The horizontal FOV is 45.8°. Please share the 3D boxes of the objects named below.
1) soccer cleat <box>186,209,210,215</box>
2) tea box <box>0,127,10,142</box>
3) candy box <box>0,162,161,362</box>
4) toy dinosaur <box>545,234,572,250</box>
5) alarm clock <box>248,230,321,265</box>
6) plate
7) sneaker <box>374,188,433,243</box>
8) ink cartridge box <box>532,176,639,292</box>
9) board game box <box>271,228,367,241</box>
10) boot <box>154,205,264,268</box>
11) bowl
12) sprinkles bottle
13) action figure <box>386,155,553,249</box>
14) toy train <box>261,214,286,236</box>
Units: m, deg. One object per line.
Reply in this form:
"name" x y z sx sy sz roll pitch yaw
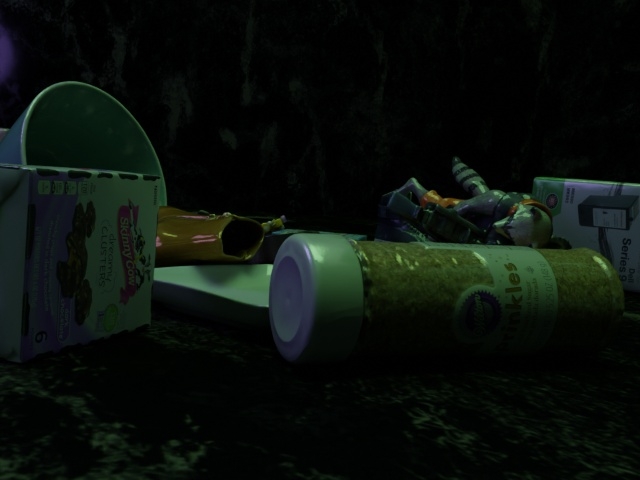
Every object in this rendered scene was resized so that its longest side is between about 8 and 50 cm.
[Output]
"soccer cleat" -0.341 -0.003 1.472 0.289 0.094 0.121 -1 -24 -14
"tea box" -0.659 -0.105 1.433 0.328 0.220 0.323 5 4 9
"candy box" -0.237 0.013 0.721 0.070 0.165 0.196 6 5 20
"toy dinosaur" 0.374 0.022 1.471 0.313 0.121 0.160 12 -5 33
"alarm clock" -0.078 0.025 1.298 0.192 0.064 0.129 -7 -6 21
"plate" -0.064 0.068 0.945 0.277 0.045 0.278 7 6 41
"sneaker" 0.238 -0.050 1.958 0.226 0.164 0.086 10 5 38
"ink cartridge box" 0.574 -0.014 1.512 0.289 0.211 0.121 8 5 39
"board game box" 0.000 0.000 1.867 0.211 0.039 0.160 6 5 10
"boot" -0.185 -0.002 1.163 0.211 0.104 0.295 -6 10 12
"bowl" -0.415 -0.084 1.240 0.163 0.312 0.311 -17 -5 26
"sprinkles bottle" 0.131 0.059 0.760 0.355 0.121 0.121 2 5 -24
"action figure" 0.253 -0.056 1.276 0.341 0.179 0.330 28 1 -27
"toy train" -0.150 -0.017 1.940 0.125 0.046 0.166 -23 2 28
